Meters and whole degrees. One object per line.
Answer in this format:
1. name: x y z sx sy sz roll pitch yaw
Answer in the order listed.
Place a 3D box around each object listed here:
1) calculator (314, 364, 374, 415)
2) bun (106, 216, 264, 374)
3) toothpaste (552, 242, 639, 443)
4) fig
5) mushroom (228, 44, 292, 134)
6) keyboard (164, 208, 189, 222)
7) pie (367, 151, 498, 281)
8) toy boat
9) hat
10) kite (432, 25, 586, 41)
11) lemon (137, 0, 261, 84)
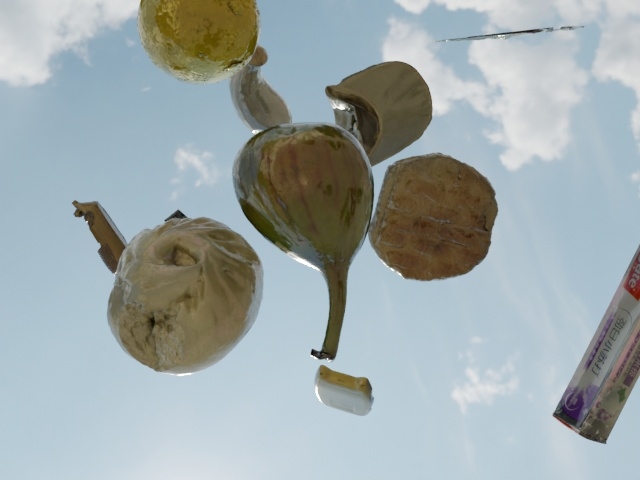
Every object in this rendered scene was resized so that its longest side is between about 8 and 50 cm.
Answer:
1. calculator: 0.058 0.389 1.597 0.236 0.157 0.033 84 -157 -55
2. bun: -0.161 0.053 0.730 0.193 0.179 0.127 -71 -13 -47
3. toothpaste: 0.273 0.084 0.569 0.040 0.047 0.196 28 -90 -24
4. fig: 0.000 0.000 0.675 0.151 0.151 0.259 -10 -99 -36
5. mushroom: -0.143 -0.322 1.392 0.270 0.118 0.103 63 -160 -62
6. keyboard: -0.241 0.011 1.341 0.198 0.010 0.063 42 -150 -4
7. pie: 0.163 -0.028 0.900 0.195 0.195 0.046 57 -159 -16
8. toy boat: -0.363 -0.010 1.052 0.049 0.047 0.149 -36 -97 -3
9. hat: 0.119 -0.231 1.296 0.149 0.245 0.214 28 -129 -68
10. kite: 0.389 -0.405 1.243 0.323 0.268 0.013 -7 -75 -6
11. lemon: -0.174 -0.317 0.920 0.174 0.206 0.173 4 -98 -32
